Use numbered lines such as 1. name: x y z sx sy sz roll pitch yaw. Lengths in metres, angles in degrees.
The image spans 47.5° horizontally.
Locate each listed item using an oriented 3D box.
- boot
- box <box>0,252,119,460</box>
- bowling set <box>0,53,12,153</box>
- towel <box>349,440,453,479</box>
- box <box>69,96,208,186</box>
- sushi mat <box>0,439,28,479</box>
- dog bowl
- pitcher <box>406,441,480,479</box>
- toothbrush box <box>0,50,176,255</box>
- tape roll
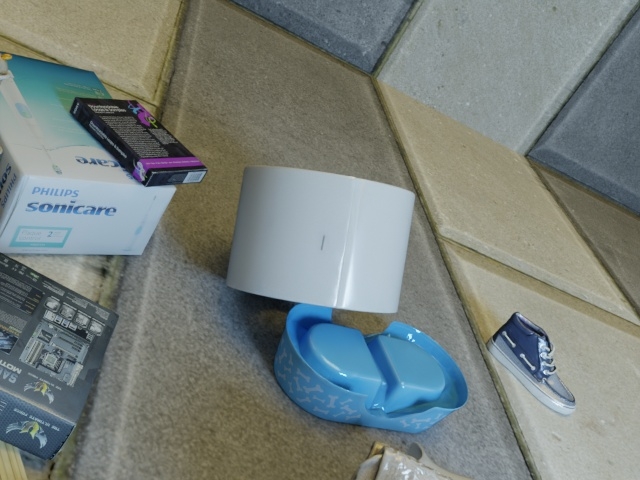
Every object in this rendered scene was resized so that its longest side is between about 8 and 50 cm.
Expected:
1. boot: 0.390 0.216 1.287 0.190 0.086 0.069 42 27 18
2. box: -0.326 0.086 0.701 0.232 0.059 0.183 31 22 -17
3. bowling set: -0.448 -0.070 0.807 0.286 0.200 0.154 -15 33 4
4. towel: 0.128 0.333 0.699 0.282 0.187 0.049 28 -7 -8
5. box: -0.243 -0.134 0.978 0.162 0.029 0.116 44 25 17
6. sushi mat: -0.313 0.214 0.591 0.151 0.019 0.317 7 37 -44
7. dog bowl: 0.067 0.182 1.005 0.297 0.074 0.166 16 31 -30
8. pitcher: 0.160 0.324 0.793 0.207 0.126 0.177 33 8 14
9. toothbrush box: -0.367 -0.121 0.984 0.216 0.126 0.295 1 39 -49
10. tape roll: 0.000 0.000 1.017 0.246 0.169 0.246 9 0 0
